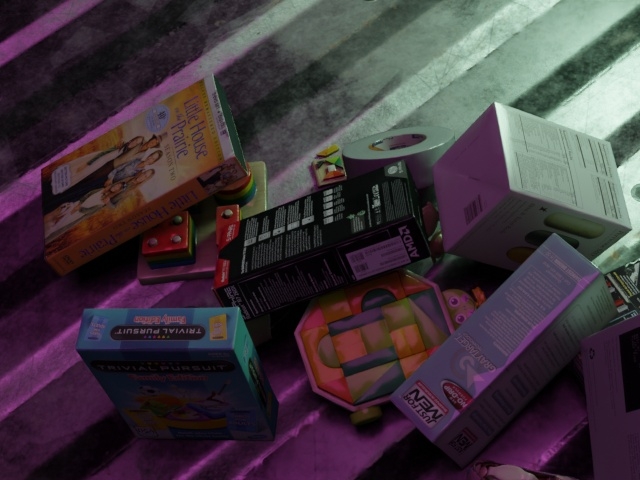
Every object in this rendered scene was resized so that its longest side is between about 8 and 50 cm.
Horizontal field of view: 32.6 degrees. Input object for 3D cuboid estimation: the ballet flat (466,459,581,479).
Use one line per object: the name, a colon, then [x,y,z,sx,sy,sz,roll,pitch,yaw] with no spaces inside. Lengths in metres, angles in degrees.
ballet flat: [0.329,0.376,1.651,0.221,0.079,0.077,10,56,15]

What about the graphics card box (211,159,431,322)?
graphics card box: [0.000,0.000,1.921,0.370,0.094,0.233,-21,26,10]

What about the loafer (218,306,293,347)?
loafer: [-0.134,0.155,1.970,0.092,0.102,0.268,20,50,22]

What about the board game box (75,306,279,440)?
board game box: [-0.226,0.228,1.811,0.253,0.336,0.079,-1,56,10]

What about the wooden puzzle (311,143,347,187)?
wooden puzzle: [0.021,-0.145,2.218,0.078,0.014,0.116,-21,55,-4]

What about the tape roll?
tape roll: [0.153,-0.156,2.097,0.219,0.072,0.219,-10,17,3]

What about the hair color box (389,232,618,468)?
hair color box: [0.303,0.184,1.778,0.374,0.185,0.113,-45,57,-2]

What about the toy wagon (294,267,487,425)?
toy wagon: [0.133,0.155,1.904,0.344,0.068,0.267,-19,75,-1]

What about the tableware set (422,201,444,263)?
tableware set: [0.232,-0.043,2.037,0.020,0.141,0.169,20,61,42]

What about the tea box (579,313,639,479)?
tea box: [0.581,0.284,1.590,0.323,0.220,0.329,3,73,-12]

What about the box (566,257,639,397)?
box: [0.549,0.191,1.852,0.242,0.076,0.307,-25,55,-7]

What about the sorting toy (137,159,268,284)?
sorting toy: [-0.238,-0.056,2.159,0.257,0.089,0.255,-7,55,6]

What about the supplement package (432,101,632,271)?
supplement package: [0.368,-0.078,1.926,0.262,0.199,0.198,15,51,-25]

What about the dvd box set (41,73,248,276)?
dvd box set: [-0.358,-0.135,2.156,0.420,0.062,0.308,-27,41,8]
